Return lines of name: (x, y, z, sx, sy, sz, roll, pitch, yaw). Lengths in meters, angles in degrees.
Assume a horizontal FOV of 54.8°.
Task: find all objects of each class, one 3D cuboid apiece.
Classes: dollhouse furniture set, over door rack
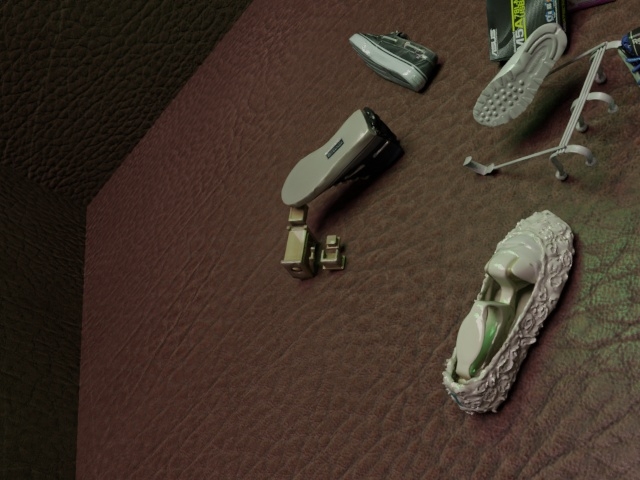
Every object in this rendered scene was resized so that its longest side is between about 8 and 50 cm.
dollhouse furniture set: (0.000, 0.000, 1.636, 0.160, 0.101, 0.182, -2, 60, 21)
over door rack: (0.462, -0.246, 1.241, 0.240, 0.108, 0.324, -65, 22, -8)

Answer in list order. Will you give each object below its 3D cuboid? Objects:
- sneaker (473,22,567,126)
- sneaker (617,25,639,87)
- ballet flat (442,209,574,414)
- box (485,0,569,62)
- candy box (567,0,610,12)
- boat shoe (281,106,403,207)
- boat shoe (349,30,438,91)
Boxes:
sneaker: (0.400, -0.329, 1.242, 0.235, 0.090, 0.095, -49, 7, 29)
sneaker: (0.574, -0.261, 1.031, 0.127, 0.182, 0.316, -23, 48, 49)
ballet flat: (0.333, 0.113, 1.104, 0.147, 0.147, 0.409, 12, 74, 52)
box: (0.458, -0.509, 1.381, 0.184, 0.045, 0.191, 6, 107, 49)
candy box: (0.589, -0.626, 1.367, 0.159, 0.071, 0.234, 5, 69, 52)
boat shoe: (0.061, -0.183, 1.609, 0.340, 0.158, 0.127, -38, 48, 28)
boat shoe: (0.209, -0.520, 1.724, 0.119, 0.121, 0.335, -47, 48, 3)
